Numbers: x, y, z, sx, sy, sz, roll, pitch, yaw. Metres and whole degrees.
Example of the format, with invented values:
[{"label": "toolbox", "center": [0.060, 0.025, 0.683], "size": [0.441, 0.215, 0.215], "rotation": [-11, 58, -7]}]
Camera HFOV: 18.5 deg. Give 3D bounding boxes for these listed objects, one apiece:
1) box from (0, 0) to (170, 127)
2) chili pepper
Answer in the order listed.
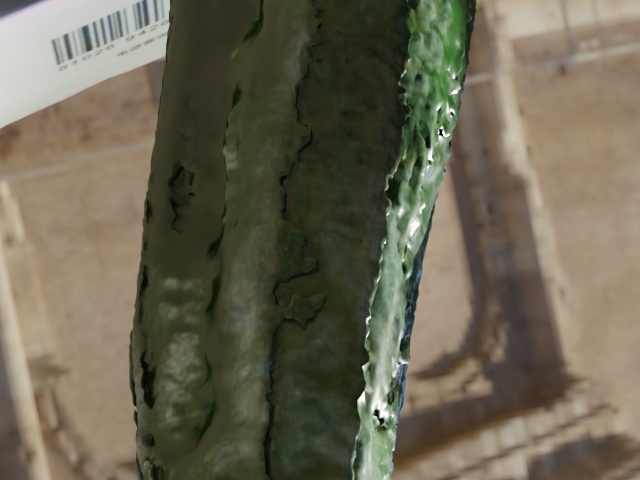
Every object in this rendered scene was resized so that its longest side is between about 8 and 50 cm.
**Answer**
[{"label": "box", "center": [-0.113, -0.213, 0.725], "size": [0.200, 0.299, 0.106], "rotation": [-25, 168, -10]}, {"label": "chili pepper", "center": [0.000, 0.000, 0.397], "size": [0.059, 0.226, 0.088], "rotation": [26, 143, -35]}]
